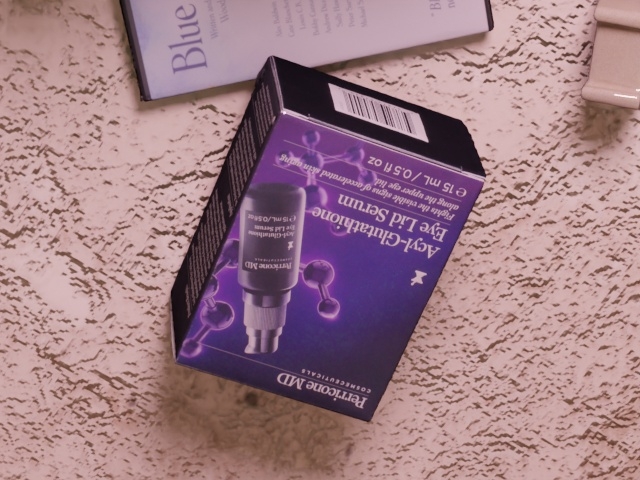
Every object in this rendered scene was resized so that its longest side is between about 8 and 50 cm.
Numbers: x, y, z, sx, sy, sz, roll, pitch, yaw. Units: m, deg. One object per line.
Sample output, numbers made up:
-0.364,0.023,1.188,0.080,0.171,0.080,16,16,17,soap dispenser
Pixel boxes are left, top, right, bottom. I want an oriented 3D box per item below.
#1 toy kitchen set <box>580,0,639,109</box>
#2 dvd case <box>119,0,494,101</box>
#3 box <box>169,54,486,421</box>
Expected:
0.298,-0.167,1.341,0.207,0.122,0.166,11,111,12,toy kitchen set
-0.018,-0.205,1.326,0.253,0.022,0.180,-12,111,-1,dvd case
0.000,0.000,1.348,0.153,0.108,0.207,17,113,-14,box
